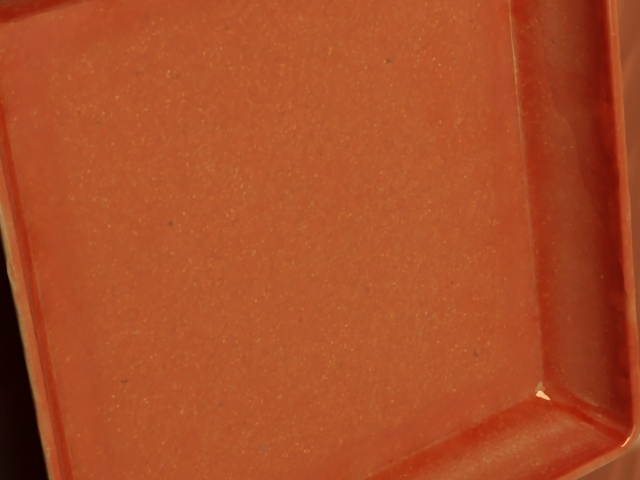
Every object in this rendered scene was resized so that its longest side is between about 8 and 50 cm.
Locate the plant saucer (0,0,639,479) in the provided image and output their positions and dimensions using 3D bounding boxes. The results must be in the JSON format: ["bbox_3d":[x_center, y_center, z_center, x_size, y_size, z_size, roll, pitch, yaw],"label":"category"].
[{"bbox_3d":[0.000,0.000,0.698,0.259,0.048,0.258,-22,117,-32],"label":"plant saucer"}]
